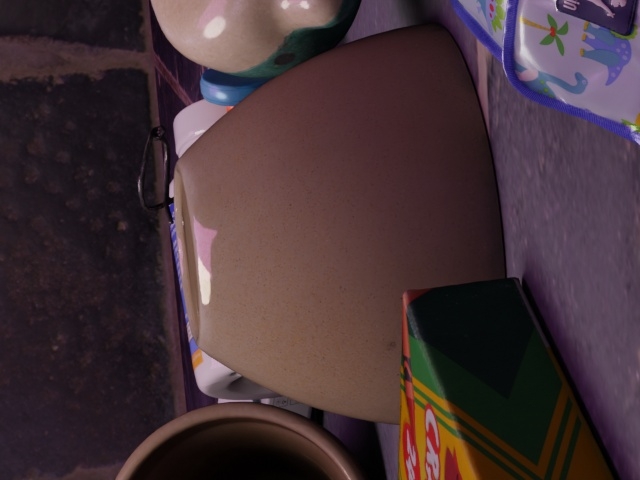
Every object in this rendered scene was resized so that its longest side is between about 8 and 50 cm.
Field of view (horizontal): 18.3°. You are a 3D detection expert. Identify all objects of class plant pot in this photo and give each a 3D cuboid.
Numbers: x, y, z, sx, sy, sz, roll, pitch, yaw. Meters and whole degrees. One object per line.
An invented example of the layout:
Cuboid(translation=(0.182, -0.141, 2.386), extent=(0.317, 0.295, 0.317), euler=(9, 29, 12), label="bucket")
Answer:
Cuboid(translation=(-0.058, 0.281, 1.879), extent=(0.229, 0.263, 0.263), euler=(21, -119, -82), label="plant pot")
Cuboid(translation=(0.000, 0.000, 1.387), extent=(0.284, 0.191, 0.284), euler=(173, 90, -81), label="plant pot")

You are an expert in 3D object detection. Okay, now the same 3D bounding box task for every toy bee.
Cuboid(translation=(-0.028, -0.086, 1.729), extent=(0.195, 0.162, 0.298), euler=(81, -160, -43), label="toy bee")

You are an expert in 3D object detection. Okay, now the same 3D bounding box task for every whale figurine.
Cuboid(translation=(-0.005, -0.232, 1.411), extent=(0.272, 0.141, 0.216), euler=(-45, 50, 31), label="whale figurine")

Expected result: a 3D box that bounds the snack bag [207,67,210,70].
Cuboid(translation=(-0.063, -0.132, 2.150), extent=(0.323, 0.037, 0.342), euler=(100, 155, -58), label="snack bag")

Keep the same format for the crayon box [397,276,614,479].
Cuboid(translation=(0.116, 0.193, 1.148), extent=(0.318, 0.081, 0.202), euler=(-110, 17, -55), label="crayon box")

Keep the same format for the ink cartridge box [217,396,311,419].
Cuboid(translation=(-0.079, 0.125, 2.158), extent=(0.239, 0.060, 0.275), euler=(-124, 33, -44), label="ink cartridge box")

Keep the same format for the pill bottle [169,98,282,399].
Cuboid(translation=(-0.064, 0.003, 1.887), extent=(0.152, 0.152, 0.272), euler=(109, 152, -70), label="pill bottle")

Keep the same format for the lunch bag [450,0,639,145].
Cuboid(translation=(0.123, -0.128, 0.867), extent=(0.151, 0.096, 0.129), euler=(-127, 31, -44), label="lunch bag")
